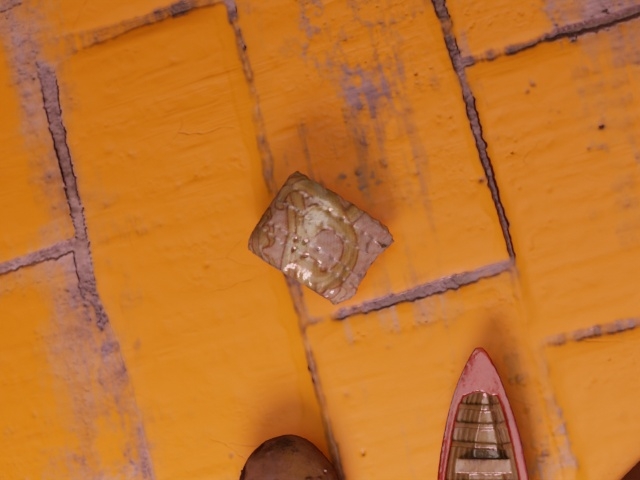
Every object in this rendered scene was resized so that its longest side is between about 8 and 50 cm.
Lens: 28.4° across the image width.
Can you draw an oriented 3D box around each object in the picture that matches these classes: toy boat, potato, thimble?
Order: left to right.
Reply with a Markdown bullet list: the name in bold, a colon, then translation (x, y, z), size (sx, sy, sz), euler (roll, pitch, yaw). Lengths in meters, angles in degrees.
- **potato**: translation (-0.041, 0.415, 1.838), size (0.165, 0.165, 0.262), euler (4, 86, 14)
- **thimble**: translation (0.000, 0.000, 1.901), size (0.190, 0.137, 0.143), euler (32, 88, 2)
- **toy boat**: translation (0.235, 0.353, 1.809), size (0.136, 0.079, 0.392), euler (-2, 79, 16)

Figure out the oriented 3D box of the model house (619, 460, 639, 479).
- **model house**: translation (0.500, 0.435, 1.709), size (0.248, 0.176, 0.181), euler (44, 93, 0)
